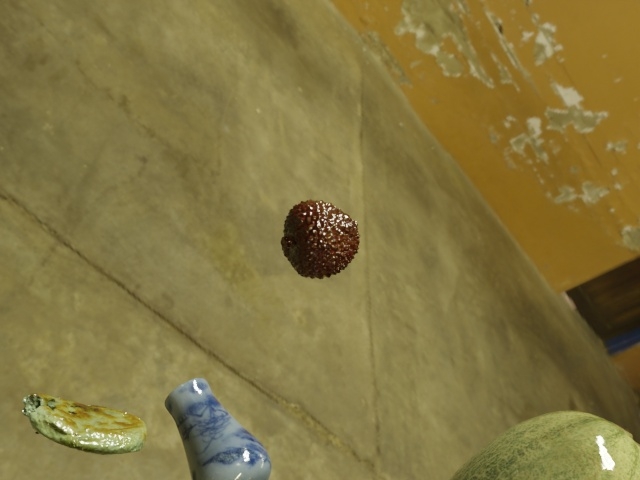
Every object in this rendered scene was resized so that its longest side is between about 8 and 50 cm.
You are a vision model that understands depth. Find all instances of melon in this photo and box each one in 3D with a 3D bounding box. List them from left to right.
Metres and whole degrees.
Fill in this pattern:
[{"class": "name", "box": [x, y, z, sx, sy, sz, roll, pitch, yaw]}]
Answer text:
[{"class": "melon", "box": [0.257, 0.353, 0.785, 0.249, 0.329, 0.248, 37, -3, 2]}]

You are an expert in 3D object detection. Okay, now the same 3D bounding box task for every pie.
[{"class": "pie", "box": [-0.546, 0.430, 1.580, 0.302, 0.303, 0.066, 26, 81, -52]}]

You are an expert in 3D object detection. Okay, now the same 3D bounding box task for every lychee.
[{"class": "lychee", "box": [-0.001, -0.002, 1.020, 0.129, 0.123, 0.123, -23, 84, -48]}]

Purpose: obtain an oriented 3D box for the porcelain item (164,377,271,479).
[{"class": "porcelain item", "box": [-0.180, 0.369, 1.185, 0.259, 0.141, 0.141, 49, 17, 29]}]
